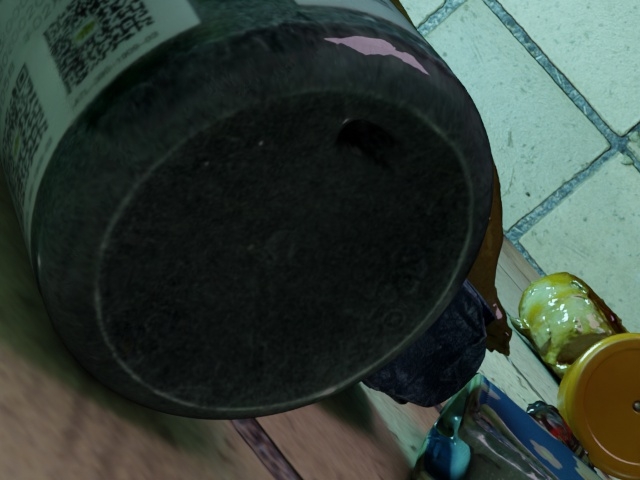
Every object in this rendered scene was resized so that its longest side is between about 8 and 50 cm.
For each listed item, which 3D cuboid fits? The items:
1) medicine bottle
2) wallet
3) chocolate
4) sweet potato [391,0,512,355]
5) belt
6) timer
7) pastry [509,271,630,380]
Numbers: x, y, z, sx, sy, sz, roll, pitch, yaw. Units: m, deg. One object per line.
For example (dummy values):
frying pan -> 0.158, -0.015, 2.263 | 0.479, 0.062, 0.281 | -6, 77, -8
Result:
medicine bottle -> -0.060, -0.079, 0.456 | 0.141, 0.141, 0.293 | 40, 12, -42
wallet -> 0.139, 0.152, 0.595 | 0.202, 0.059, 0.141 | 41, 10, 6
chocolate -> 0.191, 0.162, 0.978 | 0.086, 0.028, 0.182 | 54, 9, 15
sweet potato -> 0.024, -0.082, 0.837 | 0.158, 0.158, 0.369 | 34, 22, -57
belt -> 0.000, 0.000, 0.589 | 0.190, 0.082, 0.141 | 46, 1, -16
timer -> 0.270, 0.159, 1.155 | 0.132, 0.132, 0.152 | 49, -13, 3
pastry -> 0.329, 0.133, 1.505 | 0.218, 0.100, 0.229 | 49, 11, -2
